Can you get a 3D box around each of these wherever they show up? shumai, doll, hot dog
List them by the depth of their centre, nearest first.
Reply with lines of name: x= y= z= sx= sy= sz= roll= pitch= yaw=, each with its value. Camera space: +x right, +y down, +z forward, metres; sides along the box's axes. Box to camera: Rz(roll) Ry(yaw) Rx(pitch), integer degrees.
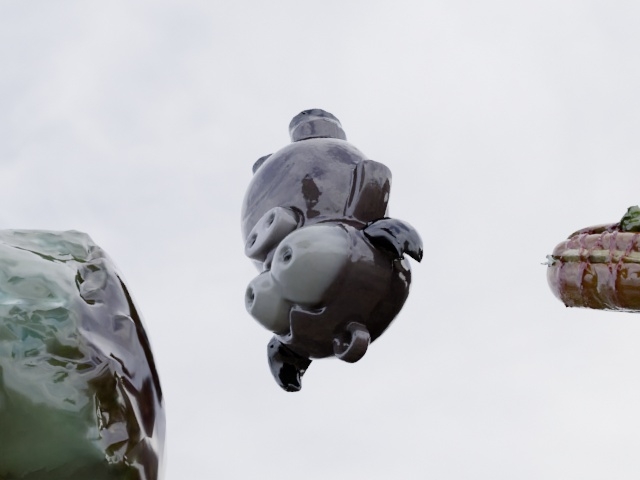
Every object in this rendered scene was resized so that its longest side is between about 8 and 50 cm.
shumai: x=-0.256 y=0.115 z=0.783 sx=0.323 sy=0.397 sz=0.324 roll=-10 pitch=-68 yaw=-22
doll: x=0.002 y=0.000 z=1.116 sx=0.117 sy=0.257 sz=0.182 roll=25 pitch=-57 yaw=-24
hot dog: x=0.311 y=0.017 z=1.237 sx=0.250 sy=0.104 sz=0.076 roll=0 pitch=-43 yaw=54
